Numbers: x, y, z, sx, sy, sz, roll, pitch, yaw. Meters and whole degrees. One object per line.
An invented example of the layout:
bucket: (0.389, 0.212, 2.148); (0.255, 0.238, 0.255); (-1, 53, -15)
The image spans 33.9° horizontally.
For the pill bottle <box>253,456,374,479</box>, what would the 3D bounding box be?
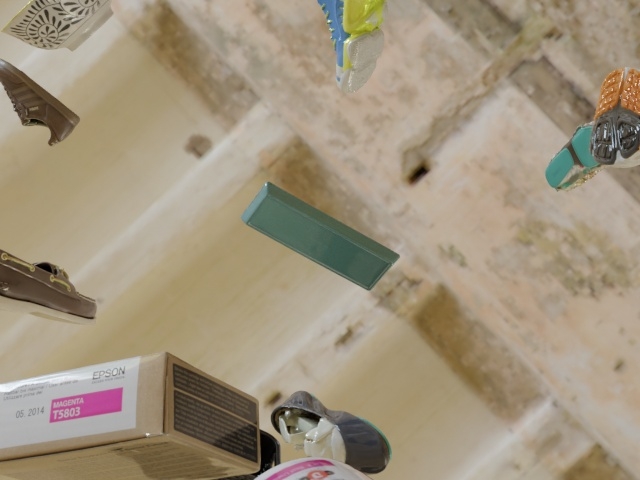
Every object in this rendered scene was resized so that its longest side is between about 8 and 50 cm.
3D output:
pill bottle: (0.048, 0.267, 0.713); (0.160, 0.160, 0.283); (45, 166, -28)

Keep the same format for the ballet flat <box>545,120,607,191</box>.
ballet flat: (0.471, -0.154, 1.831); (0.241, 0.077, 0.091); (137, 117, -71)

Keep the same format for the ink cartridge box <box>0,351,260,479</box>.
ink cartridge box: (-0.207, 0.197, 1.087); (0.193, 0.234, 0.088); (43, -140, -56)

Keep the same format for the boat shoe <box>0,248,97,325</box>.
boat shoe: (-0.479, 0.082, 1.787); (0.116, 0.097, 0.324); (7, 172, 25)

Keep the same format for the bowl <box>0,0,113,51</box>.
bowl: (-0.318, -0.295, 1.342); (0.080, 0.170, 0.170); (48, -179, -17)

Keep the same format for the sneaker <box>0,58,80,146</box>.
sneaker: (-0.493, -0.233, 1.759); (0.188, 0.071, 0.066); (37, 176, 13)

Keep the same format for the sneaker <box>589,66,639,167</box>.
sneaker: (0.349, -0.107, 0.972); (0.121, 0.099, 0.262); (11, -178, -15)

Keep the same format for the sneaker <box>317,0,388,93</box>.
sneaker: (0.044, -0.373, 1.759); (0.126, 0.240, 0.091); (23, -164, 28)

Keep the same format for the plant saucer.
plant saucer: (0.000, 0.000, 1.268); (0.192, 0.067, 0.018); (28, -146, -16)

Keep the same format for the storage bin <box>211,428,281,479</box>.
storage bin: (-0.149, 0.288, 1.377); (0.180, 0.084, 0.122); (27, -163, -13)

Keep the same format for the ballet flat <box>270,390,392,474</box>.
ballet flat: (0.002, 0.226, 1.205); (0.074, 0.074, 0.203); (45, 166, -28)
